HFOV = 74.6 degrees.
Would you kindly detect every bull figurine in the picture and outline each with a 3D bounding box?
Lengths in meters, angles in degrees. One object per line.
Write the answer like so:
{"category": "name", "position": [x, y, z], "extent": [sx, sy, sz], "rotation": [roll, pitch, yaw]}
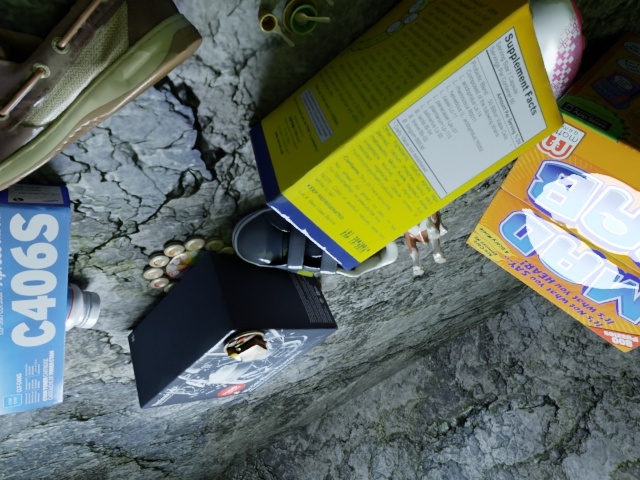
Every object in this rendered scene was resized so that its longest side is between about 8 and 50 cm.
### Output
{"category": "bull figurine", "position": [0.208, -0.048, 0.892], "extent": [0.101, 0.189, 0.310], "rotation": [-18, 146, 21]}

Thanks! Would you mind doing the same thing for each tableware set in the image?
{"category": "tableware set", "position": [-0.013, -0.304, 0.490], "extent": [0.154, 0.024, 0.104], "rotation": [-39, 145, 22]}

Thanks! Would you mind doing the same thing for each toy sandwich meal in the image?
{"category": "toy sandwich meal", "position": [-0.135, 0.195, 0.764], "extent": [0.085, 0.029, 0.086], "rotation": [-20, 149, -13]}

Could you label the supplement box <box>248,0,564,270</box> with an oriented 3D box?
{"category": "supplement box", "position": [0.103, -0.158, 0.590], "extent": [0.356, 0.195, 0.194], "rotation": [-35, 133, 15]}

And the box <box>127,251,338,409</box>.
{"category": "box", "position": [-0.199, 0.211, 0.954], "extent": [0.343, 0.179, 0.312], "rotation": [-42, 146, 27]}

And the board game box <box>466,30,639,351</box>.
{"category": "board game box", "position": [0.573, -0.093, 0.786], "extent": [0.356, 0.356, 0.356], "rotation": [-40, 156, -28]}

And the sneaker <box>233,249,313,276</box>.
{"category": "sneaker", "position": [-0.085, 0.018, 0.888], "extent": [0.209, 0.069, 0.082], "rotation": [16, 99, -37]}

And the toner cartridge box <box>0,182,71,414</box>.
{"category": "toner cartridge box", "position": [-0.454, 0.092, 0.592], "extent": [0.165, 0.075, 0.348], "rotation": [0, 117, -34]}

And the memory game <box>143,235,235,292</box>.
{"category": "memory game", "position": [-0.260, 0.053, 0.850], "extent": [0.186, 0.012, 0.186], "rotation": [-19, 149, -12]}

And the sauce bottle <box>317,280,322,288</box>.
{"category": "sauce bottle", "position": [-0.020, 0.154, 1.141], "extent": [0.042, 0.042, 0.128], "rotation": [-16, 149, -16]}

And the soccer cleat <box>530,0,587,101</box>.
{"category": "soccer cleat", "position": [0.341, -0.250, 0.722], "extent": [0.143, 0.116, 0.331], "rotation": [-33, 150, -2]}

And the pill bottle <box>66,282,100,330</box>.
{"category": "pill bottle", "position": [-0.471, 0.110, 0.715], "extent": [0.087, 0.087, 0.160], "rotation": [-40, 145, 23]}

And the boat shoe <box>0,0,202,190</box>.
{"category": "boat shoe", "position": [-0.293, -0.163, 0.440], "extent": [0.341, 0.123, 0.123], "rotation": [-28, 119, 14]}

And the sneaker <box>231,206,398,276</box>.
{"category": "sneaker", "position": [0.000, 0.000, 0.799], "extent": [0.321, 0.127, 0.126], "rotation": [-3, 107, -21]}
